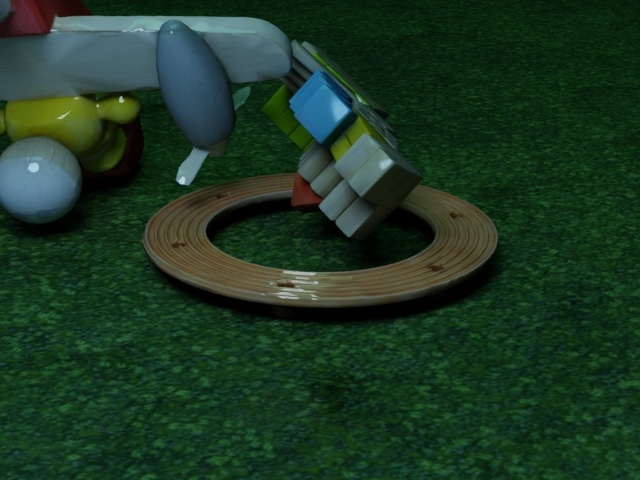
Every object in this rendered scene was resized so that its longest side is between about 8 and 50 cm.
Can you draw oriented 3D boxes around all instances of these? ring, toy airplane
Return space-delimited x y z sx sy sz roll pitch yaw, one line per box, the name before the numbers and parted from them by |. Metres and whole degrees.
ring | 0.000 0.000 1.168 0.336 0.032 0.336 1 21 0
toy airplane | -0.274 -0.156 1.197 0.384 0.272 0.386 13 -21 -34

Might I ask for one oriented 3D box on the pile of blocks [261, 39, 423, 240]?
pile of blocks | -0.005 -0.100 1.205 0.149 0.112 0.362 40 11 -16
